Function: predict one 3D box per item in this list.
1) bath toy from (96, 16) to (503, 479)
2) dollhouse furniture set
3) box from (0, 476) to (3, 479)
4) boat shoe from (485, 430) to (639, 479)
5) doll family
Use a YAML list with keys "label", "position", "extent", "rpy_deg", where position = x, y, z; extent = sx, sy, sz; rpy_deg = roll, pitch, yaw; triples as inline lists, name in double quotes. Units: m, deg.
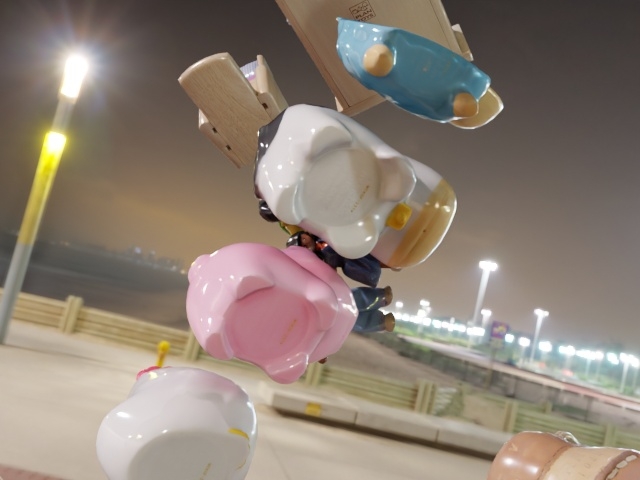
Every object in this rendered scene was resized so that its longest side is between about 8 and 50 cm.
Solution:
- label: "bath toy"
  position: [-0.022, 0.024, 0.500]
  extent: [0.151, 0.348, 0.129]
  rpy_deg: [30, 8, -27]
- label: "dollhouse furniture set"
  position: [-0.021, -0.289, 0.751]
  extent: [0.286, 0.303, 0.198]
  rpy_deg: [-23, -44, 15]
- label: "box"
  position: [-0.275, 0.333, 0.467]
  extent: [0.183, 0.294, 0.296]
  rpy_deg: [28, -32, 54]
- label: "boat shoe"
  position: [0.148, 0.200, 0.432]
  extent: [0.116, 0.123, 0.324]
  rpy_deg: [28, -32, 32]
- label: "doll family"
  position: [0.000, 0.000, 0.606]
  extent: [0.111, 0.193, 0.076]
  rpy_deg: [3, -32, -20]
